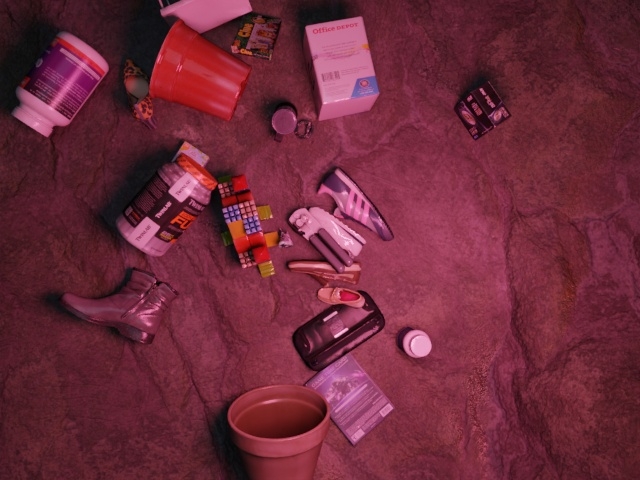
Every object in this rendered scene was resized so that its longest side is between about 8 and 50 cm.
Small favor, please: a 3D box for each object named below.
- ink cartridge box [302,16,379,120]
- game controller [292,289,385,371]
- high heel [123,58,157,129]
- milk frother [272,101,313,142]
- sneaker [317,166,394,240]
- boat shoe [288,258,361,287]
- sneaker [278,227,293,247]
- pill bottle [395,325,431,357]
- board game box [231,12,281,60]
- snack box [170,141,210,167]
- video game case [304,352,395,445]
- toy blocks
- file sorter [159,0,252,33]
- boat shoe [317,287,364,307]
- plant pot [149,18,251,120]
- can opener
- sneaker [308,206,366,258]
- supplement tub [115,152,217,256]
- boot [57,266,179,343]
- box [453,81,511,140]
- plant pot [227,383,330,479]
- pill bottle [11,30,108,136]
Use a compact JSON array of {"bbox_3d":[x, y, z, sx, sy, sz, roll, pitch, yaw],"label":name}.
[{"bbox_3d":[0.064,-0.588,1.743,0.198,0.197,0.270,-12,88,-5],"label":"ink cartridge box"},{"bbox_3d":[0.064,0.312,1.760,0.319,0.067,0.166,-32,71,-7],"label":"game controller"},{"bbox_3d":[-0.616,-0.514,1.684,0.093,0.186,0.261,-20,88,-5],"label":"high heel"},{"bbox_3d":[-0.093,-0.404,1.749,0.143,0.134,0.129,2,117,-2],"label":"milk frother"},{"bbox_3d":[0.124,-0.102,1.778,0.131,0.112,0.319,-40,88,11],"label":"sneaker"},{"bbox_3d":[0.015,0.118,1.750,0.257,0.095,0.095,3,92,-5],"label":"boat shoe"},{"bbox_3d":[-0.130,-0.011,1.745,0.038,0.098,0.069,-19,83,9],"label":"sneaker"},{"bbox_3d":[0.320,0.348,1.722,0.094,0.169,0.094,0,86,-5],"label":"pill bottle"},{"bbox_3d":[-0.217,-0.706,1.734,0.136,0.030,0.259,8,47,-3],"label":"board game box"},{"bbox_3d":[-0.466,-0.258,1.756,0.100,0.037,0.141,34,86,-3],"label":"snack box"},{"bbox_3d":[0.103,0.546,1.765,0.196,0.026,0.274,-39,90,-6],"label":"video game case"},{"bbox_3d":[-0.248,-0.059,1.652,0.191,0.261,0.381,-17,88,-6],"label":"toy blocks"},{"bbox_3d":[-0.408,-0.844,1.708,0.278,0.193,0.173,-24,84,2],"label":"file sorter"},{"bbox_3d":[0.068,0.188,1.743,0.170,0.059,0.063,7,62,16],"label":"boat shoe"},{"bbox_3d":[-0.388,-0.545,1.684,0.265,0.272,0.272,23,85,-12],"label":"plant pot"},{"bbox_3d":[0.000,0.000,1.722,0.074,0.093,0.280,-39,69,-15],"label":"can opener"},{"bbox_3d":[0.045,-0.029,1.768,0.235,0.090,0.095,37,94,0],"label":"sneaker"},{"bbox_3d":[-0.496,-0.119,1.645,0.193,0.193,0.316,42,95,-1],"label":"supplement tub"},{"bbox_3d":[-0.667,0.185,1.687,0.338,0.118,0.222,26,82,-14],"label":"boot"},{"bbox_3d":[0.570,-0.454,1.787,0.077,0.180,0.147,-34,90,-6],"label":"box"},{"bbox_3d":[-0.131,0.665,1.619,0.323,0.323,0.280,-1,103,-5],"label":"plant pot"},{"bbox_3d":[-0.865,-0.510,1.665,0.181,0.181,0.323,34,84,-2],"label":"pill bottle"}]
